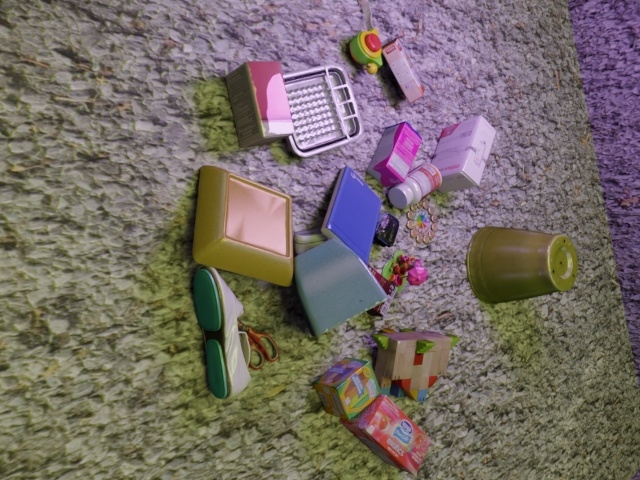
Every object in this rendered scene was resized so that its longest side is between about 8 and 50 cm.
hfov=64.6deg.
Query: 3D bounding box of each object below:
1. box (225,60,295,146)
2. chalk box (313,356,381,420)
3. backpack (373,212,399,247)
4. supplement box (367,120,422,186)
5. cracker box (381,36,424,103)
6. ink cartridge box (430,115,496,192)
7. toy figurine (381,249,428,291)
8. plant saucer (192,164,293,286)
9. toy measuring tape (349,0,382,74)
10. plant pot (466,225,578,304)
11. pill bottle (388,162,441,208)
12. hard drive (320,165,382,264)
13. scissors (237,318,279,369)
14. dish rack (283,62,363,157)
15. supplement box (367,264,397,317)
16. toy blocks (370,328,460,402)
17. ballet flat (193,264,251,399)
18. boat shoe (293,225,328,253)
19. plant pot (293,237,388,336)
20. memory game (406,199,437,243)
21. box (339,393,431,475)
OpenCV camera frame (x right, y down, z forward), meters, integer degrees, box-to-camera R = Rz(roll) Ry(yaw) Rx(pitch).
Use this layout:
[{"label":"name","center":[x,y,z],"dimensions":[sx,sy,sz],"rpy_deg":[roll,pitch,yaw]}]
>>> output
[{"label":"box","center":[-0.189,-0.424,1.584],"dimensions":[0.127,0.149,0.232],"rpy_deg":[-16,96,-37]},{"label":"chalk box","center":[0.110,0.491,1.737],"dimensions":[0.213,0.132,0.132],"rpy_deg":[-30,104,-34]},{"label":"backpack","center":[0.235,-0.043,1.901],"dimensions":[0.105,0.084,0.114],"rpy_deg":[34,72,-30]},{"label":"supplement box","center":[0.286,-0.330,1.947],"dimensions":[0.114,0.111,0.220],"rpy_deg":[39,66,-28]},{"label":"cracker box","center":[0.328,-0.671,1.991],"dimensions":[0.232,0.067,0.155],"rpy_deg":[56,26,-18]},{"label":"ink cartridge box","center":[0.579,-0.351,2.104],"dimensions":[0.117,0.207,0.282],"rpy_deg":[34,68,-27]},{"label":"toy figurine","center":[0.340,0.113,1.920],"dimensions":[0.130,0.159,0.173],"rpy_deg":[34,67,-29]},{"label":"plant saucer","center":[-0.203,-0.057,1.519],"dimensions":[0.333,0.081,0.332],"rpy_deg":[20,54,-34]},{"label":"toy measuring tape","center":[0.157,-0.779,1.898],"dimensions":[0.122,0.121,0.329],"rpy_deg":[-2,78,-36]},{"label":"plant pot","center":[0.896,0.102,2.207],"dimensions":[0.367,0.353,0.366],"rpy_deg":[4,84,-36]},{"label":"pill bottle","center":[0.370,-0.211,1.992],"dimensions":[0.216,0.121,0.121],"rpy_deg":[-34,106,-33]},{"label":"hard drive","center":[0.117,-0.089,1.781],"dimensions":[0.210,0.040,0.318],"rpy_deg":[43,43,-26]},{"label":"scissors","center":[-0.232,0.270,1.576],"dimensions":[0.109,0.021,0.297],"rpy_deg":[-34,103,-24]},{"label":"dish rack","center":[-0.017,-0.450,1.760],"dimensions":[0.333,0.072,0.285],"rpy_deg":[-25,102,-35]},{"label":"supplement box","center":[0.160,0.166,1.838],"dimensions":[0.239,0.073,0.130],"rpy_deg":[38,66,-27]},{"label":"toy blocks","center":[0.343,0.483,1.903],"dimensions":[0.382,0.191,0.260],"rpy_deg":[5,95,-35]},{"label":"ballet flat","center":[-0.278,0.259,1.482],"dimensions":[0.139,0.139,0.399],"rpy_deg":[-11,96,-36]},{"label":"boat shoe","center":[0.000,0.000,1.743],"dimensions":[0.226,0.083,0.075],"rpy_deg":[-7,113,-33]},{"label":"plant pot","center":[0.030,0.140,1.617],"dimensions":[0.247,0.248,0.252],"rpy_deg":[-27,83,-9]},{"label":"memory game","center":[0.421,-0.077,2.086],"dimensions":[0.186,0.012,0.186],"rpy_deg":[4,84,-36]},{"label":"box","center":[0.234,0.679,1.801],"dimensions":[0.300,0.154,0.142],"rpy_deg":[47,61,-22]}]
